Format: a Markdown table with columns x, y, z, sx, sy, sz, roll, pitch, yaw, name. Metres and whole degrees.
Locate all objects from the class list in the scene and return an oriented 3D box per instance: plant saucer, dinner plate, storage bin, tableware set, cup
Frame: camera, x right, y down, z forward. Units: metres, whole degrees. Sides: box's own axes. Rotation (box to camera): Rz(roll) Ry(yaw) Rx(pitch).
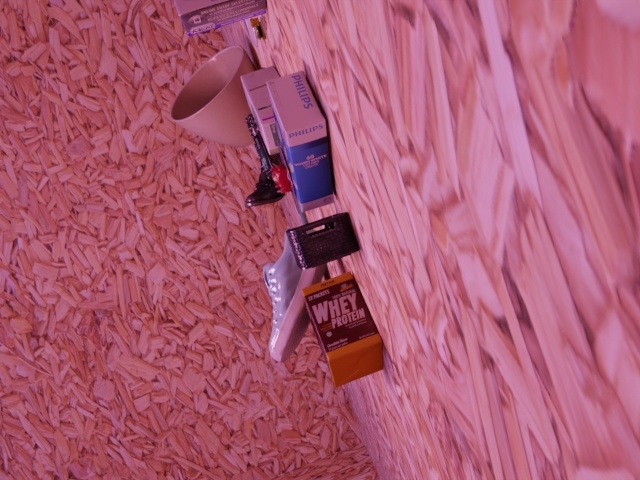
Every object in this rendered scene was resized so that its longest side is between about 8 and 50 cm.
| x | y | z | sx | sy | sz | roll | pitch | yaw | name |
| --- | --- | --- | --- | --- | --- | --- | --- | --- | --- |
| -0.066 | -0.095 | 2.028 | 0.067 | 0.018 | 0.191 | -124 | 16 | -69 | plant saucer |
| -0.213 | -0.635 | 1.604 | 0.141 | 0.017 | 0.141 | 162 | 90 | -85 | dinner plate |
| 0.000 | 0.000 | 1.153 | 0.180 | 0.122 | 0.084 | -161 | 53 | -83 | storage bin |
| -0.159 | -0.547 | 1.339 | 0.154 | 0.024 | 0.103 | -162 | 53 | -84 | tableware set |
| -0.305 | -0.455 | 1.862 | 0.237 | 0.331 | 0.331 | 42 | -166 | -36 | cup |

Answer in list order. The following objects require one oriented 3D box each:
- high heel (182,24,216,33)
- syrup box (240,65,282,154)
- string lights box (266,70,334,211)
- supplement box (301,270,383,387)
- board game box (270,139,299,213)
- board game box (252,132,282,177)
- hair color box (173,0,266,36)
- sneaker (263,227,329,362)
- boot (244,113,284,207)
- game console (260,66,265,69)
| x | y | z | sx | sy | sz | roll | pitch | yaw | name |
| --- | --- | --- | --- | --- | --- | --- | --- | --- | --- |
| -0.277 | -0.619 | 1.384 | 0.261 | 0.186 | 0.093 | 94 | 157 | -76 | high heel |
| -0.119 | -0.323 | 1.348 | 0.093 | 0.097 | 0.236 | 76 | 174 | -47 | syrup box |
| -0.034 | -0.185 | 1.078 | 0.259 | 0.077 | 0.133 | 80 | 171 | -60 | string lights box |
| 0.055 | 0.218 | 1.334 | 0.191 | 0.129 | 0.194 | 79 | 170 | -57 | supplement box |
| -0.084 | -0.131 | 1.193 | 0.168 | 0.033 | 0.133 | 79 | 172 | -61 | board game box |
| -0.090 | -0.189 | 1.410 | 0.186 | 0.026 | 0.126 | 25 | -144 | -51 | board game box |
| -0.255 | -0.629 | 1.154 | 0.110 | 0.185 | 0.338 | 125 | 126 | -84 | hair color box |
| -0.090 | 0.134 | 1.449 | 0.135 | 0.150 | 0.365 | 68 | -143 | -63 | sneaker |
| -0.153 | -0.228 | 1.478 | 0.263 | 0.091 | 0.228 | -45 | -59 | -47 | boot |
| -0.148 | -0.435 | 1.676 | 0.144 | 0.085 | 0.124 | 96 | -175 | -76 | game console |
